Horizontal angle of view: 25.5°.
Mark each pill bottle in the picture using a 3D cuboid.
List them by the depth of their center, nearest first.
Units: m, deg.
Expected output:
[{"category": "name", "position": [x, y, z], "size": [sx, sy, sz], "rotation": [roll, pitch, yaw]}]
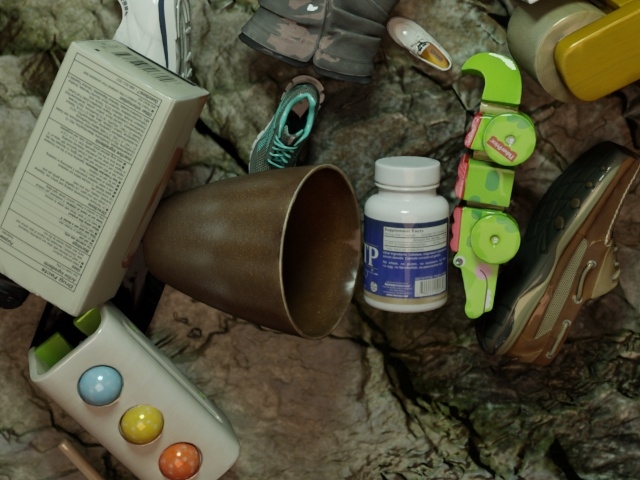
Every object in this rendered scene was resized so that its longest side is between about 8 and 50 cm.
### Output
[{"category": "pill bottle", "position": [0.111, -0.010, 1.822], "size": [0.112, 0.112, 0.186], "rotation": [-1, 104, -3]}]

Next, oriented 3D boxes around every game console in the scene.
[{"category": "game console", "position": [-0.386, 0.032, 1.844], "size": [0.361, 0.044, 0.213], "rotation": [22, 100, -9]}]

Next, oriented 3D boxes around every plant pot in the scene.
[{"category": "plant pot", "position": [-0.097, 0.006, 1.768], "size": [0.230, 0.215, 0.215], "rotation": [5, 106, 27]}]

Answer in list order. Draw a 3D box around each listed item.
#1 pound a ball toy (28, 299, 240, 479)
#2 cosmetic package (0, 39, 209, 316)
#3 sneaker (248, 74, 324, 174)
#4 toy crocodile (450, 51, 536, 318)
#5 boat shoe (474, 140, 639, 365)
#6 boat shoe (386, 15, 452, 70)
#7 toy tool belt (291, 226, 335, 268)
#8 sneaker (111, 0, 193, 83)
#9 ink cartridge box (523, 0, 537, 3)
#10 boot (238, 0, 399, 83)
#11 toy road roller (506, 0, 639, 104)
[{"category": "pound a ball toy", "position": [-0.253, 0.255, 1.829], "size": [0.208, 0.136, 0.319], "rotation": [-39, 117, 3]}, {"category": "cosmetic package", "position": [-0.272, -0.079, 1.707], "size": [0.153, 0.129, 0.296], "rotation": [31, 106, 9]}, {"category": "sneaker", "position": [-0.047, -0.130, 1.802], "size": [0.065, 0.076, 0.166], "rotation": [21, 102, -7]}, {"category": "toy crocodile", "position": [0.213, -0.069, 1.814], "size": [0.105, 0.115, 0.340], "rotation": [8, 102, 6]}, {"category": "boat shoe", "position": [0.327, 0.024, 1.848], "size": [0.120, 0.122, 0.324], "rotation": [26, 110, -14]}, {"category": "boat shoe", "position": [0.127, -0.249, 1.802], "size": [0.100, 0.035, 0.035], "rotation": [39, 99, -12]}, {"category": "toy tool belt", "position": [0.000, 0.000, 1.851], "size": [0.051, 0.052, 0.083], "rotation": [27, 101, -18]}, {"category": "sneaker", "position": [-0.216, -0.208, 1.779], "size": [0.095, 0.090, 0.235], "rotation": [3, 100, 9]}, {"category": "ink cartridge box", "position": [0.228, -0.416, 1.695], "size": [0.100, 0.172, 0.237], "rotation": [-27, 104, 4]}, {"category": "boot", "position": [-0.053, -0.335, 1.722], "size": [0.338, 0.118, 0.222], "rotation": [26, 107, -5]}, {"category": "toy road roller", "position": [0.420, -0.230, 1.744], "size": [0.330, 0.202, 0.240], "rotation": [-24, 115, 2]}]
